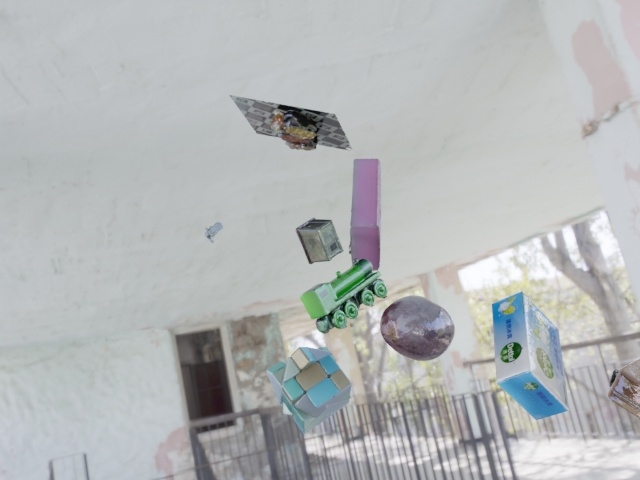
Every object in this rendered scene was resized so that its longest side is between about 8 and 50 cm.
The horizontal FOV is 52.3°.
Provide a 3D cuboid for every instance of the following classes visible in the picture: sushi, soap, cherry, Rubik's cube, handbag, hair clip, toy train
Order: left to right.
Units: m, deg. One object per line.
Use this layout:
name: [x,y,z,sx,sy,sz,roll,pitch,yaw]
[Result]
hair clip: [-0.245,-0.020,1.482,0.039,0.030,0.115,-46,11,5]
sushi: [-0.067,-0.250,1.539,0.264,0.050,0.290,12,-6,10]
Rubik's cube: [-0.031,0.438,2.006,0.224,0.213,0.265,-31,-28,-20]
toy train: [0.061,0.127,1.553,0.085,0.119,0.251,-25,5,44]
soap: [0.123,-0.072,1.741,0.081,0.259,0.181,1,-43,6]
cherry: [0.219,0.204,1.494,0.176,0.140,0.176,11,25,-5]
handbag: [0.670,0.305,1.315,0.151,0.072,0.193,30,22,35]

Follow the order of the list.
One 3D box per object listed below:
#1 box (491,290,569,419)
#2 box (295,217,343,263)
box: [0.392,0.214,1.226,0.073,0.194,0.139,-30,-60,33]
box: [0.000,0.000,1.327,0.060,0.085,0.063,-32,19,-35]
